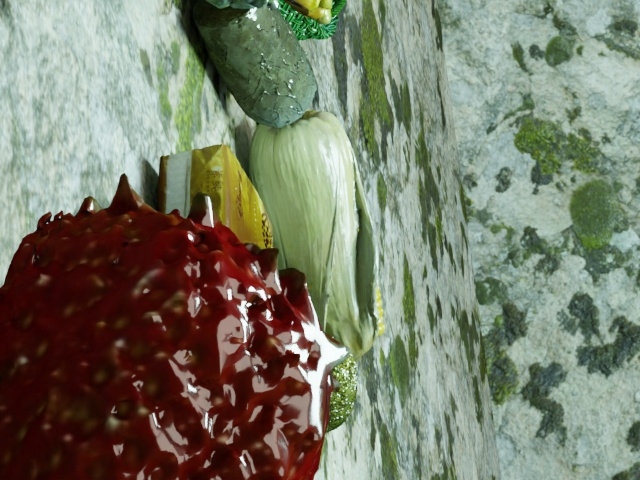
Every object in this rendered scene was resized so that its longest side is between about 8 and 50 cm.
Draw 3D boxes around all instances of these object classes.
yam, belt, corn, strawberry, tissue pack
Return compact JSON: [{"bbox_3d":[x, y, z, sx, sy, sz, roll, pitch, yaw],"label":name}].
[{"bbox_3d":[-0.075,-0.214,2.124,0.183,0.107,0.107,61,26,-55],"label":"yam"},{"bbox_3d":[-0.011,-0.318,2.500,0.151,0.079,0.121,-56,137,-71],"label":"belt"},{"bbox_3d":[-0.003,0.001,2.239,0.122,0.123,0.305,-141,-144,-76],"label":"corn"},{"bbox_3d":[-0.149,0.140,1.358,0.343,0.292,0.292,-56,141,-39],"label":"strawberry"},{"bbox_3d":[-0.103,0.048,1.889,0.183,0.092,0.226,59,24,-58],"label":"tissue pack"}]

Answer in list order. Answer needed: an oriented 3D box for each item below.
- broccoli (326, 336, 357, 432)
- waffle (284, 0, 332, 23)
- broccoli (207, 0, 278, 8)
[{"bbox_3d":[-0.016,0.160,2.163,0.120,0.130,0.131,40,56,-5],"label":"broccoli"},{"bbox_3d":[-0.072,-0.333,2.102,0.243,0.059,0.238,50,7,26],"label":"waffle"},{"bbox_3d":[-0.049,-0.387,1.825,0.281,0.293,0.347,-72,170,-51],"label":"broccoli"}]
